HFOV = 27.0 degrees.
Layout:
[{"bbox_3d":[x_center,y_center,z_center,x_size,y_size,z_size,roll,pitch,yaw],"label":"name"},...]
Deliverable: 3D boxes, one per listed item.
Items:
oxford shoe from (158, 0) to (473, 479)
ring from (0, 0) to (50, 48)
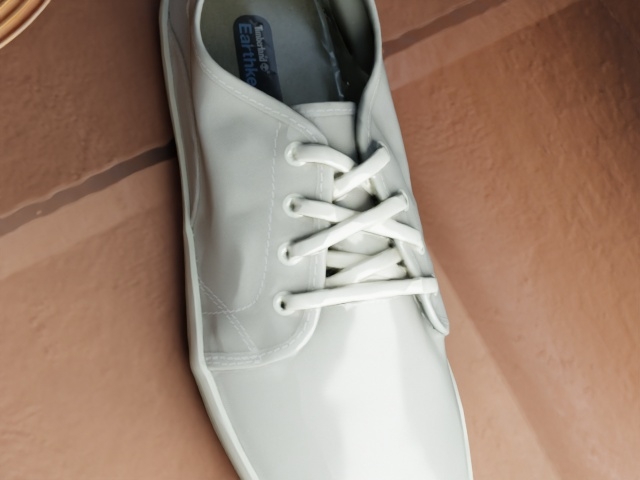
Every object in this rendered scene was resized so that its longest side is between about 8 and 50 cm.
[{"bbox_3d":[0.000,0.000,0.826,0.169,0.130,0.449,-8,79,-27],"label":"oxford shoe"},{"bbox_3d":[-0.310,-0.242,0.819,0.337,0.032,0.336,7,72,-21],"label":"ring"}]
